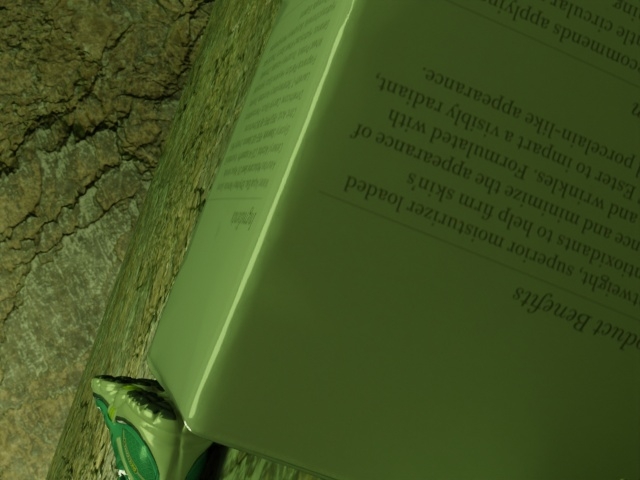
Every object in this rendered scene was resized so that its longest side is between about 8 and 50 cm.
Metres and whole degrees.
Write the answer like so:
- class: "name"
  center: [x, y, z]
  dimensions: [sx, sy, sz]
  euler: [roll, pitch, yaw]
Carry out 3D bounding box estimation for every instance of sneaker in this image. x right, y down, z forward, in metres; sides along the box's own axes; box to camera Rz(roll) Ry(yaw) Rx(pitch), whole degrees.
- class: "sneaker"
  center: [-0.159, 0.182, 1.069]
  dimensions: [0.275, 0.107, 0.110]
  euler: [-176, 97, -76]

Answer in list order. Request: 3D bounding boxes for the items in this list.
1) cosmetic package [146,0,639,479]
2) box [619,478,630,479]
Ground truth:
- class: "cosmetic package"
  center: [0.043, -0.005, 0.428]
  dimensions: [0.151, 0.151, 0.184]
  euler: [-169, 101, -77]
- class: "box"
  center: [0.058, 0.162, 0.355]
  dimensions: [0.179, 0.043, 0.105]
  euler: [-53, 21, 42]
